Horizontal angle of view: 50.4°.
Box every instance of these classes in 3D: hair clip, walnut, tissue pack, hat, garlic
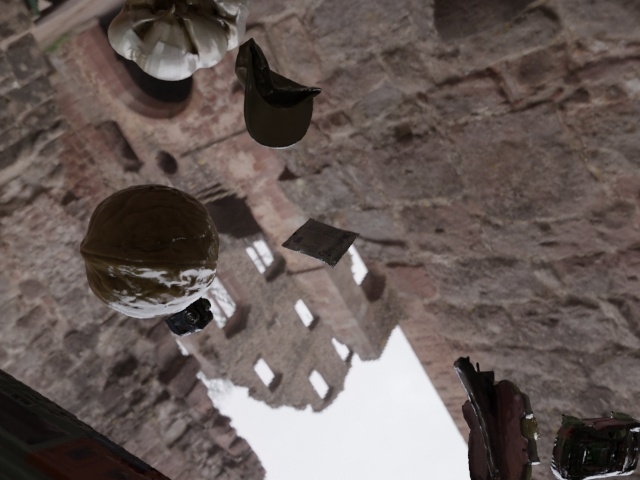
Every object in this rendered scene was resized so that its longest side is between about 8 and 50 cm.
[{"bbox_3d":[0.205,0.227,0.814,0.146,0.056,0.187,121,-34,-52],"label":"hair clip"},{"bbox_3d":[-0.278,0.017,1.109,0.228,0.228,0.228,-26,-158,11],"label":"walnut"},{"bbox_3d":[0.000,0.000,1.801,0.193,0.026,0.122,21,-124,41],"label":"tissue pack"},{"bbox_3d":[-0.102,-0.245,1.213,0.144,0.166,0.173,5,-113,58],"label":"hat"},{"bbox_3d":[-0.267,-0.408,1.316,0.281,0.185,0.203,-6,-178,-12],"label":"garlic"}]

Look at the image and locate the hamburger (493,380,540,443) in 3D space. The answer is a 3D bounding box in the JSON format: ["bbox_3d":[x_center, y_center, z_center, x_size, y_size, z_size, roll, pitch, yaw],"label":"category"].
[{"bbox_3d":[0.311,0.296,1.160,0.081,0.126,0.141,-38,-123,-17],"label":"hamburger"}]

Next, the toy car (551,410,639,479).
[{"bbox_3d":[0.318,0.235,0.765,0.142,0.069,0.055,4,-175,-29],"label":"toy car"}]

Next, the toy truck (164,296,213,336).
[{"bbox_3d":[-0.302,0.097,1.361,0.088,0.202,0.074,-27,-169,23],"label":"toy truck"}]

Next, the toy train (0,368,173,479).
[{"bbox_3d":[-0.253,0.099,0.395,0.086,0.409,0.089,-67,161,2],"label":"toy train"}]
